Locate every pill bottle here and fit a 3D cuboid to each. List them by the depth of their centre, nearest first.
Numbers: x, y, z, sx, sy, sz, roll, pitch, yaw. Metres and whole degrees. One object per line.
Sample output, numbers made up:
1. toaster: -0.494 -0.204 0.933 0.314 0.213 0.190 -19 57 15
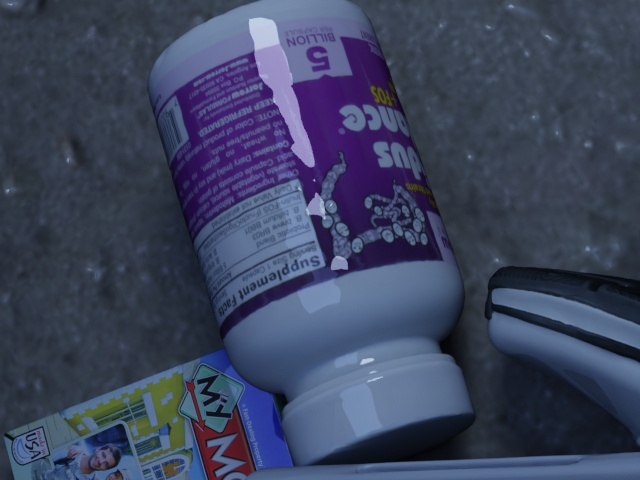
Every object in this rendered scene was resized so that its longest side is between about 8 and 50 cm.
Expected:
1. pill bottle: 0.000 0.000 1.317 0.169 0.169 0.302 -23 74 15

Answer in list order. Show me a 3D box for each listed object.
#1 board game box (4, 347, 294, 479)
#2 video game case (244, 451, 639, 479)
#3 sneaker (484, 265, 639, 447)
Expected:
1. board game box: -0.087 0.252 1.370 0.213 0.046 0.317 -22 73 16
2. video game case: 0.116 0.294 1.202 0.299 0.036 0.329 -5 100 25
3. sneaker: 0.261 0.186 1.188 0.447 0.169 0.258 23 100 33
